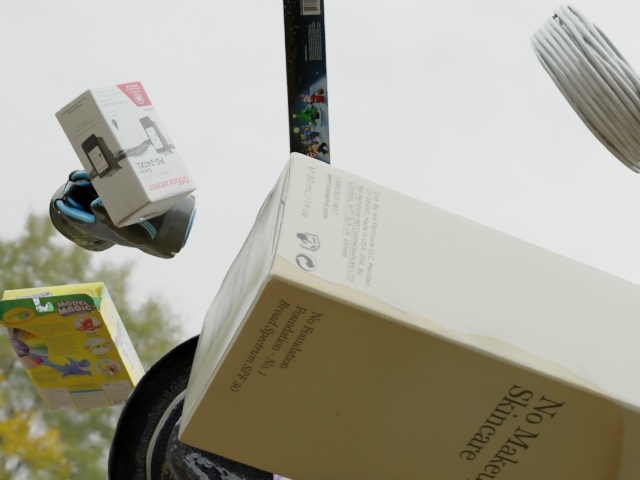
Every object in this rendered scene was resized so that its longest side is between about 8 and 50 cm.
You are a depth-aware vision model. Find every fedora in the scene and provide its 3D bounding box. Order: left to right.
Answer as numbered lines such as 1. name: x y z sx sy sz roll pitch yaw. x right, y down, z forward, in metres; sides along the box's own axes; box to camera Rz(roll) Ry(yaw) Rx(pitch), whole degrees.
1. fedora: -0.032 0.219 1.346 0.334 0.334 0.152 19 -10 -2

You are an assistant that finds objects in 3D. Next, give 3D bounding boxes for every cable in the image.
1. cable: 0.389 -0.206 1.978 0.257 0.089 0.257 51 16 9

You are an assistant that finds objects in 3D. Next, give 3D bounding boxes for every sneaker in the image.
1. sneaker: -0.297 -0.058 1.960 0.140 0.125 0.341 25 -12 -32

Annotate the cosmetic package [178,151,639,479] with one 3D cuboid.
1. cosmetic package: 0.089 0.085 0.873 0.309 0.113 0.160 20 -49 -10

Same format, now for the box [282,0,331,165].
1. box: -0.015 -0.164 1.546 0.044 0.233 0.159 -3 15 -1

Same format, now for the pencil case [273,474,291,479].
1. pencil case: 0.003 0.224 1.155 0.086 0.206 0.088 -24 -49 14

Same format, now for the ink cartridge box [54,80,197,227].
1. ink cartridge box: -0.222 -0.101 1.679 0.063 0.109 0.150 -31 -94 28

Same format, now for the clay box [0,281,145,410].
1. clay box: -0.303 0.123 1.773 0.127 0.053 0.222 -5 -42 8
